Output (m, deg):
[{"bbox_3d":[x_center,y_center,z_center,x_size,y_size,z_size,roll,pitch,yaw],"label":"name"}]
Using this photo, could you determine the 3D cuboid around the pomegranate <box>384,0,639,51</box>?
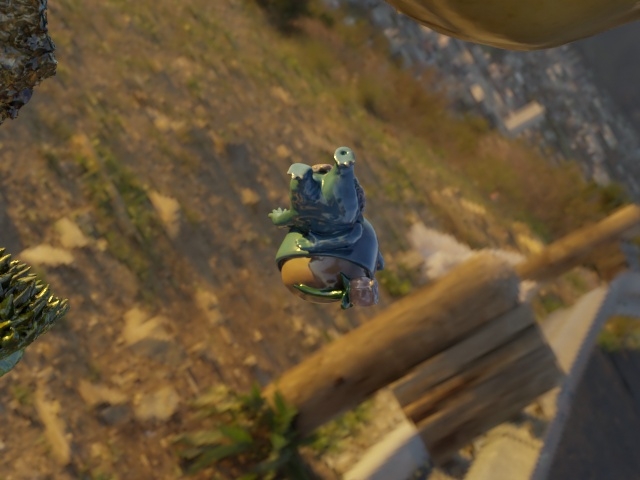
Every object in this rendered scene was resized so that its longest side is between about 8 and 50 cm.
[{"bbox_3d":[0.093,-0.261,0.674,0.332,0.333,0.332,52,18,-25],"label":"pomegranate"}]

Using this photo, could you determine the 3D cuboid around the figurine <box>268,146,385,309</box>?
[{"bbox_3d":[0.004,0.002,1.255,0.144,0.114,0.178,-92,177,-45],"label":"figurine"}]

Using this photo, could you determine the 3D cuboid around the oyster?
[{"bbox_3d":[-0.387,-0.224,1.484,0.198,0.259,0.092,22,26,-45],"label":"oyster"}]

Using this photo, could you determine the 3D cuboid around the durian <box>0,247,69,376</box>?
[{"bbox_3d":[-0.458,0.123,1.504,0.163,0.198,0.394,47,50,6],"label":"durian"}]

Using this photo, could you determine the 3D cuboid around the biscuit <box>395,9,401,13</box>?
[{"bbox_3d":[0.110,-0.341,1.071,0.351,0.057,0.312,12,95,-80],"label":"biscuit"}]
